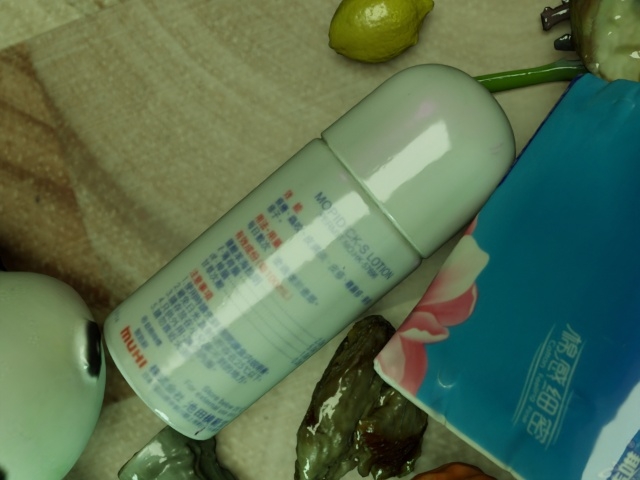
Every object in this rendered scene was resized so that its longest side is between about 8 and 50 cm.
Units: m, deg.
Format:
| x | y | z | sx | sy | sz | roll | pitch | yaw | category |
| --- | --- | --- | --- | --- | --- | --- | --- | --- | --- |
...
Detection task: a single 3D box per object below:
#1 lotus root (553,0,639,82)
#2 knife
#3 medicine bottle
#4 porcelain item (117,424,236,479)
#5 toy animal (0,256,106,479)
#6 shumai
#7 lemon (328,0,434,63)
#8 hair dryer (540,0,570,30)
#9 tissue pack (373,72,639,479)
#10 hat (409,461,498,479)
| x | y | z | sx | sy | sz | roll | pitch | yaw | category |
| --- | --- | --- | --- | --- | --- | --- | --- | --- | --- |
| 0.311 | -0.148 | 0.642 | 0.261 | 0.074 | 0.170 | 18 | 116 | 2 | lotus root |
| 0.179 | -0.133 | 0.722 | 0.184 | 0.022 | 0.026 | -9 | 60 | 7 | knife |
| 0.000 | 0.000 | 0.687 | 0.341 | 0.130 | 0.130 | -40 | 83 | 5 | medicine bottle |
| -0.064 | 0.238 | 0.710 | 0.069 | 0.081 | 0.215 | -45 | 82 | 12 | porcelain item |
| -0.290 | 0.093 | 0.684 | 0.267 | 0.212 | 0.212 | 37 | 93 | 12 | toy animal |
| 0.035 | 0.126 | 0.686 | 0.105 | 0.123 | 0.139 | 3 | 77 | -1 | shumai |
| 0.048 | -0.179 | 0.722 | 0.092 | 0.065 | 0.065 | -19 | 85 | 6 | lemon |
| 0.253 | -0.197 | 0.708 | 0.154 | 0.054 | 0.106 | -12 | 93 | 17 | hair dryer |
| 0.193 | 0.039 | 0.597 | 0.209 | 0.137 | 0.269 | 35 | 88 | 41 | tissue pack |
| 0.042 | 0.365 | 0.596 | 0.400 | 0.285 | 0.285 | -38 | 83 | 3 | hat |
